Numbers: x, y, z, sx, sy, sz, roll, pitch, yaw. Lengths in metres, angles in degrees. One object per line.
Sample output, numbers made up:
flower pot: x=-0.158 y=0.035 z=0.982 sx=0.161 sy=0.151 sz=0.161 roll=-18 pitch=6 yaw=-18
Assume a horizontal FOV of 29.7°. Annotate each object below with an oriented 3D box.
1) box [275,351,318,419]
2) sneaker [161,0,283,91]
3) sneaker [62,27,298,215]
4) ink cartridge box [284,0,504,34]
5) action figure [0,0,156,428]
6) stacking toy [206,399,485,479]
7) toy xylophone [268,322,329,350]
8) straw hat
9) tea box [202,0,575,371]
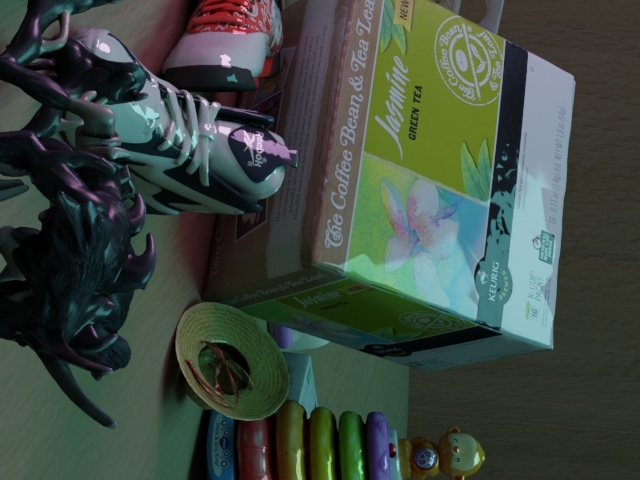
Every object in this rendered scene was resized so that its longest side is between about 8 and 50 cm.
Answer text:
box: x=-0.046 y=0.342 z=1.680 sx=0.322 sy=0.058 sz=0.232 roll=82 pitch=16 yaw=-47
sneaker: x=-0.087 y=-0.215 z=1.103 sx=0.270 sy=0.090 sz=0.145 roll=-59 pitch=151 yaw=-75
sneaker: x=-0.096 y=-0.083 z=0.920 sx=0.235 sy=0.153 sz=0.094 roll=77 pitch=19 yaw=-61
ink cartridge box: x=0.091 y=-0.307 z=1.446 sx=0.066 sy=0.261 sz=0.296 roll=-72 pitch=172 yaw=-52
action figure: x=-0.160 y=-0.026 z=0.655 sx=0.164 sy=0.140 sz=0.276 roll=85 pitch=-2 yaw=-51
stacking toy: x=0.032 y=0.249 z=1.339 sx=0.166 sy=0.301 sz=0.175 roll=79 pitch=7 yaw=-58
toy xylophone: x=0.000 y=0.000 z=1.692 sx=0.323 sy=0.081 sz=0.236 roll=-64 pitch=156 yaw=-64
straw hat: x=-0.105 y=0.136 z=1.216 sx=0.061 sy=0.144 sz=0.144 roll=-46 pitch=-166 yaw=33
tea box: x=0.080 y=-0.062 z=1.312 sx=0.220 sy=0.323 sz=0.329 roll=-19 pitch=-122 yaw=53
